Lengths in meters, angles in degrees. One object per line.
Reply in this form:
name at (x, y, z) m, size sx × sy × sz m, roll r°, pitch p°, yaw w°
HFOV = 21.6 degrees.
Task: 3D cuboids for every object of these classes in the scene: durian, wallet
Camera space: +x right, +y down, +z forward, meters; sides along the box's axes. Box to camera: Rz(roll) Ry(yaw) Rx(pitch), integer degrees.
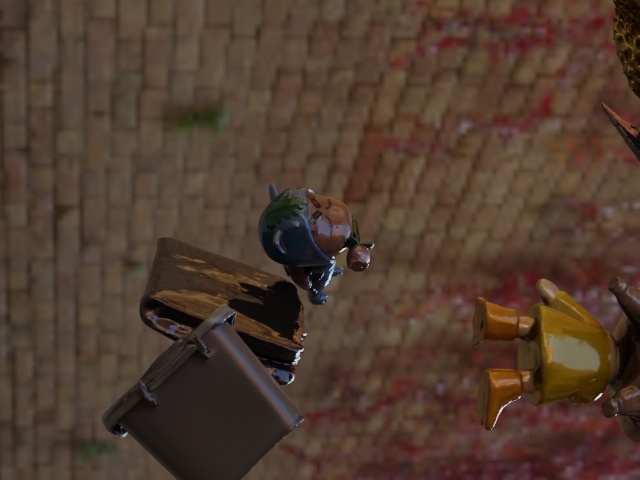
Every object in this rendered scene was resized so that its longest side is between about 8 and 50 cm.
durian at (0.490, -0.285, 2.381) m, size 0.252 × 0.144 × 0.139 m, roll 55°, pitch 18°, yaw -10°
wallet at (-0.110, 0.070, 1.958) m, size 0.377 × 0.197 × 0.051 m, roll -101°, pitch -147°, yaw -78°

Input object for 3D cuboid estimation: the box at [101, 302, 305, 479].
box at (-0.107, 0.171, 1.624) m, size 0.135 × 0.163 × 0.243 m, roll 47°, pitch -10°, yaw 5°

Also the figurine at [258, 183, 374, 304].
figurine at (0.003, 0.003, 2.102) m, size 0.178 × 0.144 × 0.114 m, roll 68°, pitch 27°, yaw -50°

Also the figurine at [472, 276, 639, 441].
figurine at (0.351, 0.146, 1.932) m, size 0.187 × 0.343 × 0.215 m, roll 128°, pitch -38°, yaw -83°

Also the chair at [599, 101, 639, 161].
chair at (0.610, -0.217, 2.311) m, size 0.226 × 0.401 × 0.226 m, roll 51°, pitch 10°, yaw -12°
